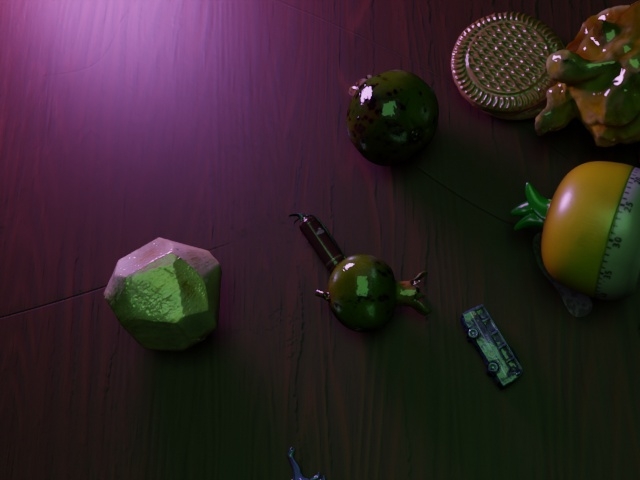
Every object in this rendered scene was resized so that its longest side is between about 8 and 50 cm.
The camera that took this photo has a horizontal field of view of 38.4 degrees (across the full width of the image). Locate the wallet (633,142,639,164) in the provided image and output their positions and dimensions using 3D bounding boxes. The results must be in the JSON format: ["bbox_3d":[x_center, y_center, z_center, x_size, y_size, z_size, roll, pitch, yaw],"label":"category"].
[{"bbox_3d":[0.718,-0.152,1.881,0.124,0.042,0.230,-11,69,9],"label":"wallet"}]

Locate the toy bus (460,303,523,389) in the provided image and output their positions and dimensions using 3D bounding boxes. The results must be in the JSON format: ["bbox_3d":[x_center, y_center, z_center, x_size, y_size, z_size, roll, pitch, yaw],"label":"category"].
[{"bbox_3d":[0.335,0.208,1.804,0.065,0.047,0.166,-27,71,-7],"label":"toy bus"}]

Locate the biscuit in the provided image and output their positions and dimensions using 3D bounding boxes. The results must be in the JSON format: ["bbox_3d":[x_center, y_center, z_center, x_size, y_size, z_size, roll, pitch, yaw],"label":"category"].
[{"bbox_3d":[0.409,-0.372,1.967,0.259,0.079,0.259,-2,71,6],"label":"biscuit"}]

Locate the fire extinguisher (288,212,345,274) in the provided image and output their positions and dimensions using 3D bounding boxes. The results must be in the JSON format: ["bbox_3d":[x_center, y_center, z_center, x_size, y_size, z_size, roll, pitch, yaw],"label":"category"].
[{"bbox_3d":[0.000,0.000,1.909,0.064,0.043,0.158,-22,69,-33],"label":"fire extinguisher"}]

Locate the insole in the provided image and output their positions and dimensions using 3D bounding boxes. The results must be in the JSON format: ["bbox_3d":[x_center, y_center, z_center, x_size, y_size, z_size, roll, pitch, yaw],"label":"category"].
[{"bbox_3d":[0.486,0.067,1.854,0.065,0.006,0.193,-26,72,-3],"label":"insole"}]

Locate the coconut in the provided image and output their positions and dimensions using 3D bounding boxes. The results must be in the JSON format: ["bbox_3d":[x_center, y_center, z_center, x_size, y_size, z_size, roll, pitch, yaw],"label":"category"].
[{"bbox_3d":[-0.298,0.106,1.827,0.236,0.197,0.237,0,80,-3],"label":"coconut"}]

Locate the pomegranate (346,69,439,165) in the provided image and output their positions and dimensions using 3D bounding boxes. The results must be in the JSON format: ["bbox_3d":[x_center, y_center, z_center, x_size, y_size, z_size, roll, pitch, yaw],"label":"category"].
[{"bbox_3d":[0.136,-0.269,1.922,0.202,0.202,0.248,-36,42,-6],"label":"pomegranate"}]

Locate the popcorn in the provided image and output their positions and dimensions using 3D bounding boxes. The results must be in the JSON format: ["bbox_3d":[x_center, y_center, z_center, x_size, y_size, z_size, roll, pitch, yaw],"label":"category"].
[{"bbox_3d":[0.607,-0.319,1.816,0.279,0.274,0.335,27,74,26],"label":"popcorn"}]

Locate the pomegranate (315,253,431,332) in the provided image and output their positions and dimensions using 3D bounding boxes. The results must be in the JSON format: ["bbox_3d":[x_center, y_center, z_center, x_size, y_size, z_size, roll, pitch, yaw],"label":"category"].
[{"bbox_3d":[0.112,0.105,1.825,0.220,0.156,0.156,5,70,-25],"label":"pomegranate"}]

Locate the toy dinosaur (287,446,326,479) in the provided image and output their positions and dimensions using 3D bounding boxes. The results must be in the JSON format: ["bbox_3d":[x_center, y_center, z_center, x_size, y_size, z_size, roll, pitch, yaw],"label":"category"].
[{"bbox_3d":[-0.025,0.487,1.754,0.080,0.045,0.198,-21,63,13],"label":"toy dinosaur"}]

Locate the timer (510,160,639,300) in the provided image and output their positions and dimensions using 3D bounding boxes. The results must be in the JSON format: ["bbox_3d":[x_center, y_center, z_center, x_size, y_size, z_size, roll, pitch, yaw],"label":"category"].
[{"bbox_3d":[0.496,-0.033,1.759,0.285,0.285,0.285,-2,72,6],"label":"timer"}]
